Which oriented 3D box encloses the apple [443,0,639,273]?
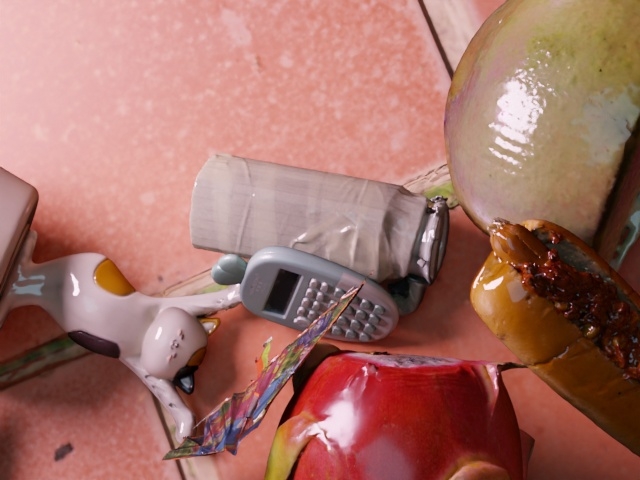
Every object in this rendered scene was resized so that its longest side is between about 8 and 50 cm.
[{"bbox_3d":[0.187,-0.110,1.508,0.193,0.120,0.265,26,87,20],"label":"apple"}]

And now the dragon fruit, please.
[{"bbox_3d":[0.057,0.188,1.456,0.224,0.224,0.227,13,95,13],"label":"dragon fruit"}]

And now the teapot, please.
[{"bbox_3d":[0.000,0.000,1.556,0.200,0.077,0.107,11,113,14],"label":"teapot"}]

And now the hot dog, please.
[{"bbox_3d":[0.207,0.074,1.447,0.249,0.076,0.102,44,71,-16],"label":"hot dog"}]

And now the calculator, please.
[{"bbox_3d":[-0.012,0.042,1.541,0.153,0.095,0.021,20,55,-2],"label":"calculator"}]

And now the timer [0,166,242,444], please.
[{"bbox_3d":[-0.202,0.050,1.573,0.266,0.175,0.175,21,88,-5],"label":"timer"}]

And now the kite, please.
[{"bbox_3d":[-0.042,0.111,1.488,0.014,0.183,0.241,42,107,-11],"label":"kite"}]
